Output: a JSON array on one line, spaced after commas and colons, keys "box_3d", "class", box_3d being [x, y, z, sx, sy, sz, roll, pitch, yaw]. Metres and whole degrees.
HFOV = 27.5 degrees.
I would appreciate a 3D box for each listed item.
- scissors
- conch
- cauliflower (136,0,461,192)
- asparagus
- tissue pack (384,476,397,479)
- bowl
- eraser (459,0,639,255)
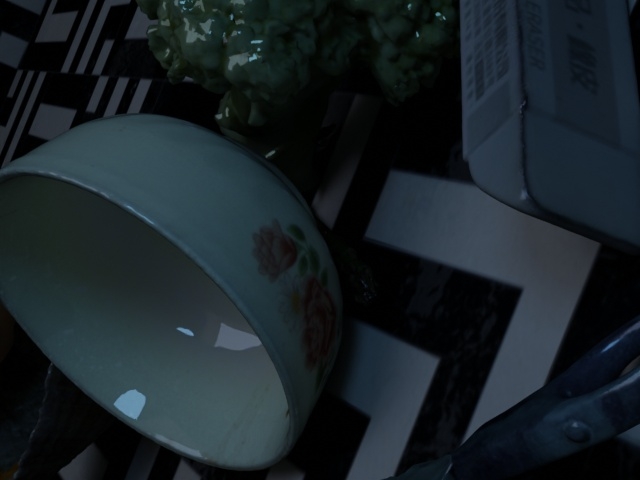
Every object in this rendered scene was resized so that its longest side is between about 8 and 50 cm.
[{"box_3d": [0.034, 0.142, 0.669, 0.256, 0.029, 0.383, -43, 5, -32], "class": "scissors"}, {"box_3d": [-0.243, 0.087, 1.224, 0.297, 0.210, 0.352, -16, 76, 60], "class": "conch"}, {"box_3d": [-0.034, -0.181, 0.930, 0.281, 0.260, 0.327, -44, 12, 34], "class": "cauliflower"}, {"box_3d": [0.000, 0.000, 0.987, 0.025, 0.024, 0.248, -67, 25, 11], "class": "asparagus"}, {"box_3d": [0.027, 0.230, 0.731, 0.122, 0.026, 0.193, -58, 26, 20], "class": "tissue pack"}, {"box_3d": [-0.094, 0.018, 0.915, 0.145, 0.277, 0.277, -49, 13, -31], "class": "bowl"}, {"box_3d": [0.129, -0.134, 0.758, 0.061, 0.089, 0.352, -46, 32, 47], "class": "eraser"}]
